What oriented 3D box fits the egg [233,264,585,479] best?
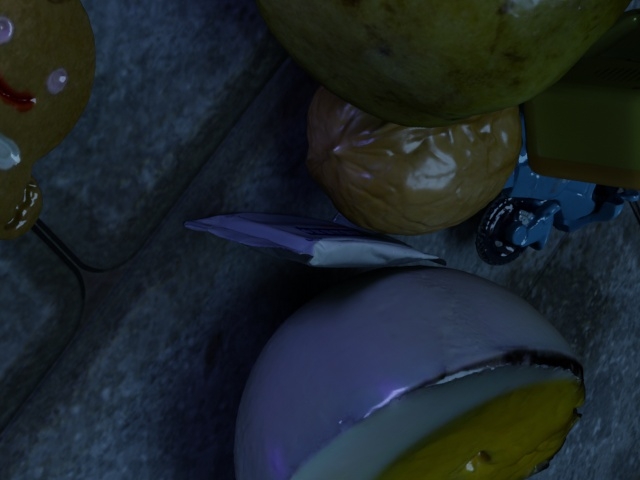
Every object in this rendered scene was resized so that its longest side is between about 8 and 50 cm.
[{"bbox_3d":[0.051,0.130,1.364,0.337,0.201,0.337,-23,148,-15],"label":"egg"}]

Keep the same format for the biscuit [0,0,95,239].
[{"bbox_3d":[-0.228,-0.077,1.058,0.249,0.035,0.184,-57,142,-12],"label":"biscuit"}]

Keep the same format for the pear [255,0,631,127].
[{"bbox_3d":[0.082,-0.234,1.142,0.304,0.304,0.304,-26,128,-40],"label":"pear"}]

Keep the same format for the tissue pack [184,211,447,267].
[{"bbox_3d":[0.000,0.000,1.299,0.193,0.122,0.026,0,102,-51],"label":"tissue pack"}]

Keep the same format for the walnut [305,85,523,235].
[{"bbox_3d":[0.076,-0.084,1.320,0.206,0.159,0.159,-14,119,-45],"label":"walnut"}]

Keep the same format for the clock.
[{"bbox_3d":[0.272,-0.121,1.355,0.202,0.143,0.096,-33,126,-42],"label":"clock"}]

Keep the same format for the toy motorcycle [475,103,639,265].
[{"bbox_3d":[0.223,-0.111,1.513,0.182,0.123,0.272,-16,122,-33],"label":"toy motorcycle"}]
